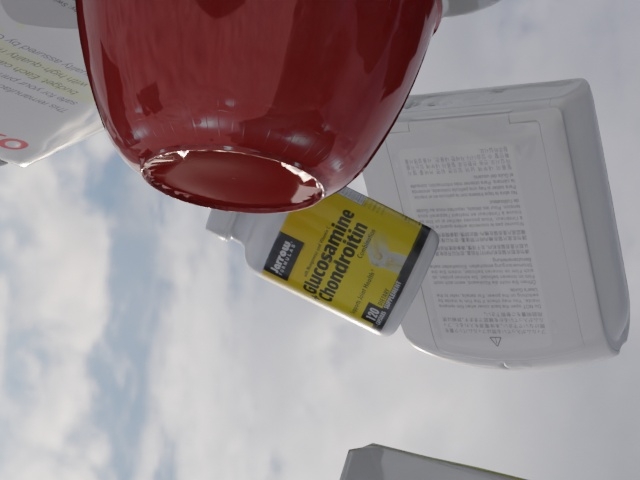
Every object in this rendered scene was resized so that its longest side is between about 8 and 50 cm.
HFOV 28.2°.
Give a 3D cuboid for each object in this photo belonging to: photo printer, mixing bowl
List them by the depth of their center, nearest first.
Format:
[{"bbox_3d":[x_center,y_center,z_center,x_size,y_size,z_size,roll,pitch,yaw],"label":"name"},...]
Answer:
[{"bbox_3d":[-0.035,-0.072,0.602,0.181,0.181,0.098,-22,-121,57],"label":"mixing bowl"},{"bbox_3d":[0.184,-0.005,1.325,0.256,0.107,0.307,-3,-67,33],"label":"photo printer"}]

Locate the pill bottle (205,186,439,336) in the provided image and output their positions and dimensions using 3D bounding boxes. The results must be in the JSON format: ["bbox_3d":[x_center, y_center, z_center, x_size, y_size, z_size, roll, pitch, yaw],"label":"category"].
[{"bbox_3d":[0.000,0.000,1.086,0.103,0.184,0.103,-64,178,-5],"label":"pill bottle"}]

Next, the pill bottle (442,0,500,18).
[{"bbox_3d":[0.057,-0.226,0.707,0.108,0.108,0.193,51,-16,53],"label":"pill bottle"}]

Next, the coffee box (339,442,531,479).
[{"bbox_3d":[0.136,0.313,0.473,0.338,0.337,0.334,79,27,-62],"label":"coffee box"}]

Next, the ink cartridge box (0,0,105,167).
[{"bbox_3d":[-0.209,-0.211,0.929,0.384,0.279,0.160,-19,-115,35],"label":"ink cartridge box"}]
